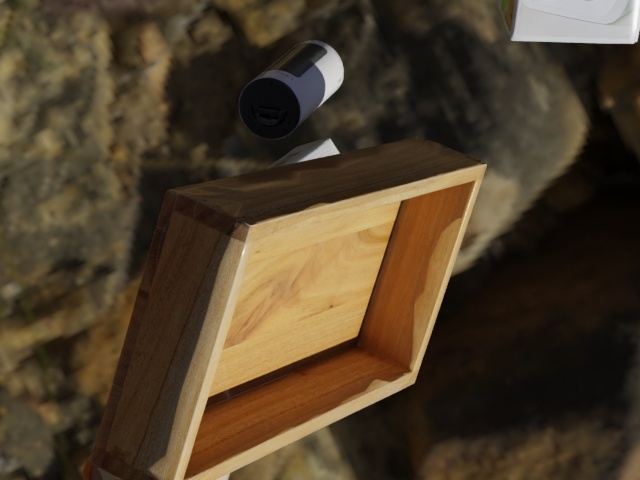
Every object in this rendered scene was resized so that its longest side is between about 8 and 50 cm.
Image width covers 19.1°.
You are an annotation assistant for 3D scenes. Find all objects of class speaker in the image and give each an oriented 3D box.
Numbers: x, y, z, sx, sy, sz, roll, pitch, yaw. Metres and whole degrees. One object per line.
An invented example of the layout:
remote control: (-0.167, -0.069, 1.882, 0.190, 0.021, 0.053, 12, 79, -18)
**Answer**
speaker: (-0.024, -0.128, 1.615, 0.055, 0.055, 0.136, 61, 24, -9)

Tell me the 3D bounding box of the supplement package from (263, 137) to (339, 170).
supplement package: (0.000, 0.000, 1.956, 0.179, 0.105, 0.105, 58, -20, -9)

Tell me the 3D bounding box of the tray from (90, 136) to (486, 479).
tray: (-0.011, 0.043, 1.428, 0.076, 0.202, 0.411, 24, 17, 22)

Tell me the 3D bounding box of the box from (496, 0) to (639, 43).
box: (0.230, -0.342, 1.781, 0.262, 0.127, 0.231, -98, -171, -58)

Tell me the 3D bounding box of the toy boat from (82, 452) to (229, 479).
toy boat: (-0.182, 0.265, 2.048, 0.231, 0.151, 0.151, 114, -6, -66)
